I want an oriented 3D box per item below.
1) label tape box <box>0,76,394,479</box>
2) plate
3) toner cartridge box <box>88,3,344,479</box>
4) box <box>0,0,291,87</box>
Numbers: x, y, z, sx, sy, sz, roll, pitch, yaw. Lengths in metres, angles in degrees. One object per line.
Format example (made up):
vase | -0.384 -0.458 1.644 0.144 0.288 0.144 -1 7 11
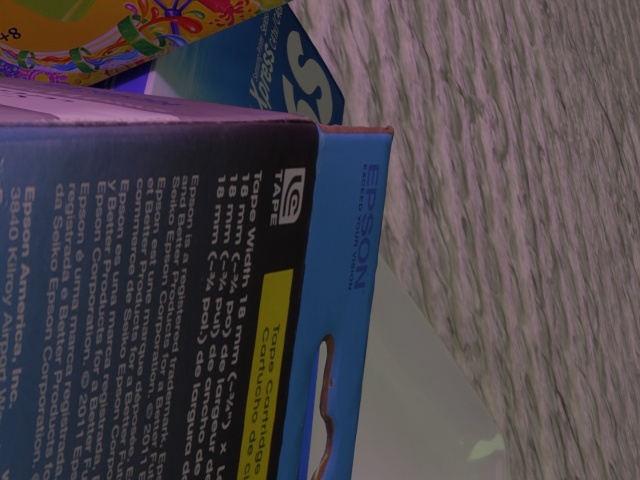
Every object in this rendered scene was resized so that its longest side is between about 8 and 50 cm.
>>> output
label tape box | -0.092 0.075 0.572 0.334 0.106 0.240 -8 107 -70
plate | 0.036 0.144 1.056 0.278 0.045 0.277 54 27 -39
toner cartridge box | -0.065 -0.017 0.907 0.165 0.075 0.348 55 25 -32
box | -0.074 -0.247 0.785 0.279 0.290 0.177 52 26 -39
